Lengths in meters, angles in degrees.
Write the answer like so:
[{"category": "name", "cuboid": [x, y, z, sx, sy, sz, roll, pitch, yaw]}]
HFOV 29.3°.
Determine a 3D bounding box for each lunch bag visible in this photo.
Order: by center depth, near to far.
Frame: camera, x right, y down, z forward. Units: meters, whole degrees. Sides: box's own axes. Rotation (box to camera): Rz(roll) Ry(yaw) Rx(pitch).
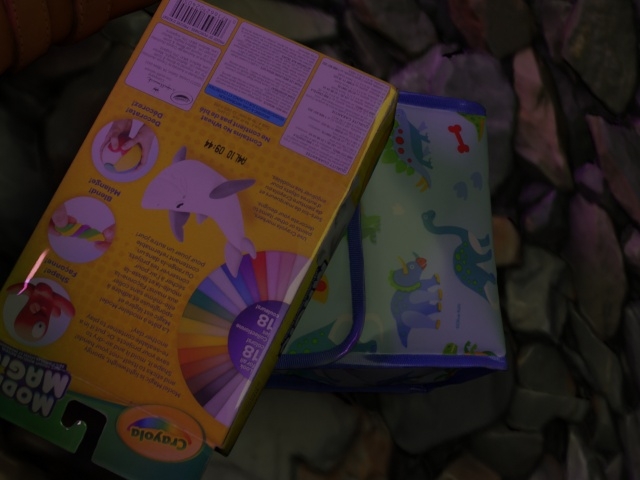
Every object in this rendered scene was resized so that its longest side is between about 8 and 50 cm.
[{"category": "lunch bag", "cuboid": [0.000, 0.000, 0.544, 0.151, 0.096, 0.129, 5, 73, -23]}]

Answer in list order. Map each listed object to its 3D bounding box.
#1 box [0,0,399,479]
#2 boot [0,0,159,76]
[{"category": "box", "cuboid": [-0.052, 0.003, 0.476, 0.105, 0.043, 0.179, 25, 75, 8]}, {"category": "boot", "cuboid": [-0.149, -0.072, 0.458, 0.220, 0.109, 0.283, -19, 78, -44]}]
